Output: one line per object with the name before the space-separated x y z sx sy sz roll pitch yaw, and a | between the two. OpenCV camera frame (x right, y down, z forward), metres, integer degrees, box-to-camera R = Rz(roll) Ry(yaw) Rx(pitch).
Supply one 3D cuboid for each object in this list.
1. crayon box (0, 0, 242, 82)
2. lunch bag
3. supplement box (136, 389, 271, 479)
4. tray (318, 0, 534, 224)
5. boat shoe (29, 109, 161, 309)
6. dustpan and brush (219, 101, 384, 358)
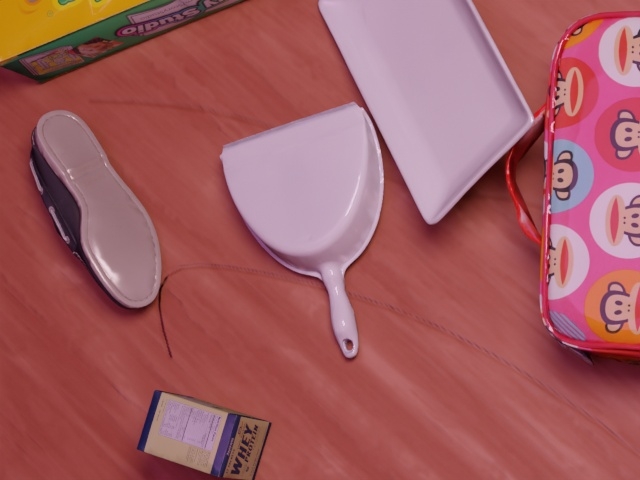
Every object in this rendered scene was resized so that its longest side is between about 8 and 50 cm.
crayon box | -0.167 -0.358 1.788 0.363 0.106 0.313 -20 75 16
lunch bag | 0.278 -0.041 1.567 0.258 0.120 0.293 3 83 21
supplement box | -0.102 0.172 1.688 0.083 0.083 0.056 15 87 22
tray | 0.094 -0.157 1.659 0.145 0.030 0.270 -46 53 32
boat shoe | -0.212 -0.021 1.786 0.206 0.075 0.065 62 146 12
dustpan and brush | 0.000 0.000 1.702 0.147 0.060 0.211 -17 69 18
